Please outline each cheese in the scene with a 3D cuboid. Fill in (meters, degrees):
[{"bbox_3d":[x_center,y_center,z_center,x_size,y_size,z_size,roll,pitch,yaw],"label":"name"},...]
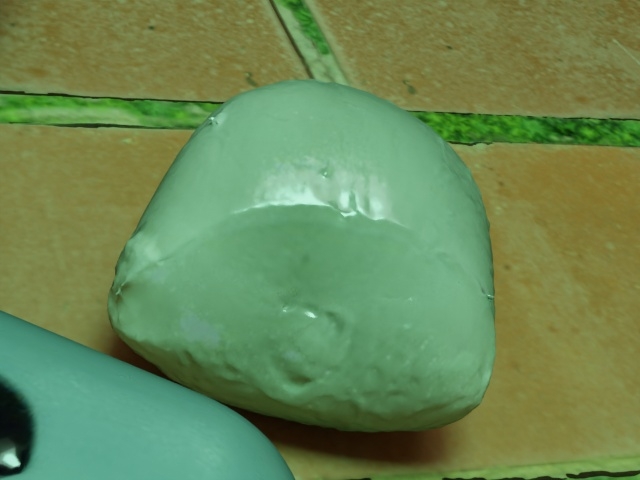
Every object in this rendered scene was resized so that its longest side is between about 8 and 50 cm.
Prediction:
[{"bbox_3d":[0.000,0.000,0.763,0.198,0.154,0.189,17,32,-5],"label":"cheese"}]

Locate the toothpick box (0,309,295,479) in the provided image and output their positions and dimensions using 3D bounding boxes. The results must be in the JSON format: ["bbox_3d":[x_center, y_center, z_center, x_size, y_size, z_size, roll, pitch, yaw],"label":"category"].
[{"bbox_3d":[-0.157,0.128,0.480,0.354,0.263,0.263,22,37,0],"label":"toothpick box"}]
